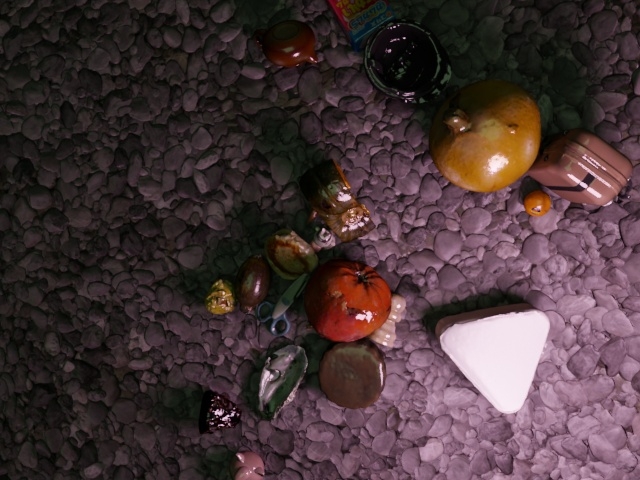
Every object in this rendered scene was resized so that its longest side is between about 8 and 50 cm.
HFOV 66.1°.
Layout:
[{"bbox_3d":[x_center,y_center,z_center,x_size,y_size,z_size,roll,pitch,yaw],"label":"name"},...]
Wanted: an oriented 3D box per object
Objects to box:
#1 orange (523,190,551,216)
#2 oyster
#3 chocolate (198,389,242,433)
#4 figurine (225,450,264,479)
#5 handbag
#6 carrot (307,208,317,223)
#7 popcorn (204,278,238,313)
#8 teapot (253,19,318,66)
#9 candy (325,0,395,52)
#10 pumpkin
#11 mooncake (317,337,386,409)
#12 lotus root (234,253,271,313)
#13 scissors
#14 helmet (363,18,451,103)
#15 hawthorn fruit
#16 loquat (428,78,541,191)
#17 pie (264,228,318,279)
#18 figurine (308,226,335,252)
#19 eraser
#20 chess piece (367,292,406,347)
[{"bbox_3d":[0.676,-0.116,1.534,0.083,0.083,0.084,0,91,8],"label":"orange"},{"bbox_3d":[-0.126,0.483,1.656,0.199,0.087,0.252,-9,82,18],"label":"oyster"},{"bbox_3d":[-0.337,0.596,1.686,0.133,0.156,0.156,15,93,-19],"label":"chocolate"},{"bbox_3d":[-0.251,0.774,1.660,0.125,0.138,0.125,10,51,-13],"label":"figurine"},{"bbox_3d":[0.759,-0.191,1.415,0.283,0.302,0.149,33,97,1],"label":"handbag"},{"bbox_3d":[0.007,-0.148,1.653,0.048,0.048,0.216,28,98,7],"label":"carrot"},{"bbox_3d":[-0.334,0.196,1.674,0.106,0.116,0.121,35,61,2],"label":"popcorn"},{"bbox_3d":[-0.119,-0.639,1.632,0.252,0.135,0.178,23,59,25],"label":"teapot"},{"bbox_3d":[0.105,-0.792,1.602,0.157,0.100,0.306,-30,87,7],"label":"candy"},{"bbox_3d":[0.049,-0.134,1.594,0.139,0.280,0.190,-33,52,8],"label":"pumpkin"},{"bbox_3d":[0.106,0.424,1.606,0.228,0.124,0.229,1,94,13],"label":"mooncake"},{"bbox_3d":[-0.227,0.146,1.650,0.120,0.120,0.210,12,89,8],"label":"lotus root"},{"bbox_3d":[-0.112,0.200,1.629,0.138,0.041,0.289,43,122,9],"label":"scissors"},{"bbox_3d":[0.261,-0.550,1.551,0.278,0.160,0.231,30,95,-8],"label":"helmet"},{"bbox_3d":[0.057,0.205,1.552,0.276,0.276,0.307,50,122,5],"label":"hawthorn fruit"},{"bbox_3d":[0.463,-0.309,1.423,0.328,0.359,0.329,-10,75,41],"label":"loquat"},{"bbox_3d":[-0.104,0.051,1.613,0.084,0.205,0.179,-41,98,-35],"label":"pie"},{"bbox_3d":[0.007,0.007,1.601,0.081,0.146,0.098,24,95,6],"label":"figurine"},{"bbox_3d":[0.511,0.326,1.531,0.330,0.150,0.332,0,92,6],"label":"eraser"},{"bbox_3d":[0.223,0.254,1.602,0.094,0.094,0.171,23,91,8],"label":"chess piece"}]
